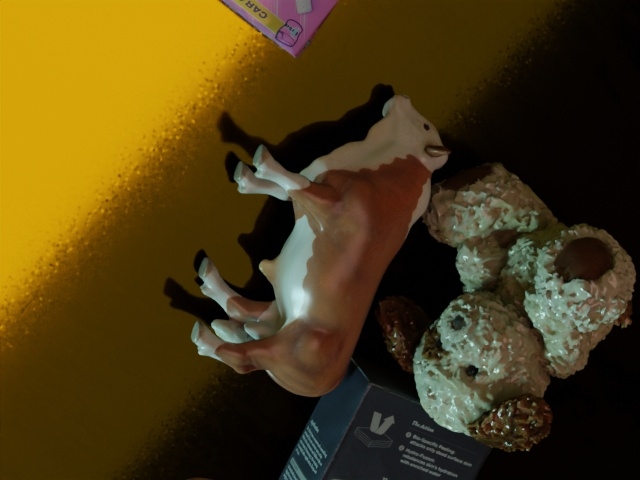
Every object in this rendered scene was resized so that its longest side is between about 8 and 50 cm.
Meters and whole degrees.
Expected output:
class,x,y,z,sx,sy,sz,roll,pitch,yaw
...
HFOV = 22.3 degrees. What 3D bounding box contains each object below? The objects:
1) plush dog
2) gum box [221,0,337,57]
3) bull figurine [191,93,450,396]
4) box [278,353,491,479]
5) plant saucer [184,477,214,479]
class,x,y,z,sx,sy,sz,roll,pitch,yaw
plush dog,0.181,0.085,1.549,0.225,0.262,0.210,-46,132,-3
gum box,-0.060,-0.260,1.456,0.188,0.062,0.107,36,94,-23
bull figurine,0.000,0.000,1.537,0.188,0.101,0.310,16,99,-17
box,0.067,0.218,1.626,0.156,0.093,0.158,24,100,-22
plant saucer,-0.124,0.279,1.630,0.083,0.015,0.083,-5,108,-15
